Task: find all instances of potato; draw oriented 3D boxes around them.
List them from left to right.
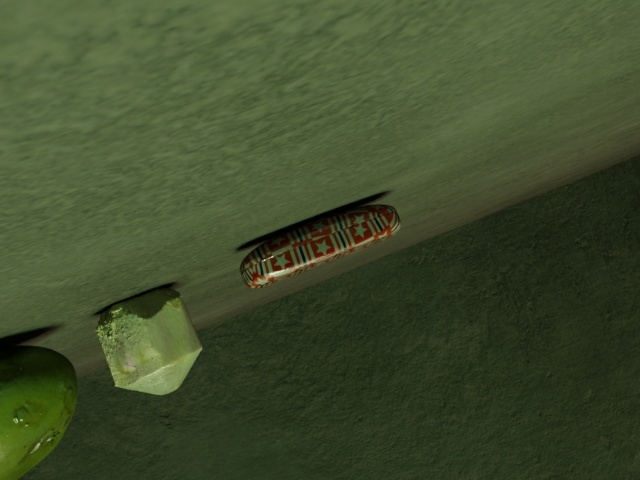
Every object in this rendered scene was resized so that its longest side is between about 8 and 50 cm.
[{"bbox_3d":[-0.373,0.201,0.800,0.253,0.148,0.186,-28,178,-38],"label":"potato"}]

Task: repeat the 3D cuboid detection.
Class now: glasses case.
[{"bbox_3d":[0.000,0.000,0.856,0.195,0.049,0.073,-21,173,-16],"label":"glasses case"}]

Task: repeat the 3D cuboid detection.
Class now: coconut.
[{"bbox_3d":[-0.206,0.129,0.916,0.116,0.122,0.116,-23,176,-2],"label":"coconut"}]
